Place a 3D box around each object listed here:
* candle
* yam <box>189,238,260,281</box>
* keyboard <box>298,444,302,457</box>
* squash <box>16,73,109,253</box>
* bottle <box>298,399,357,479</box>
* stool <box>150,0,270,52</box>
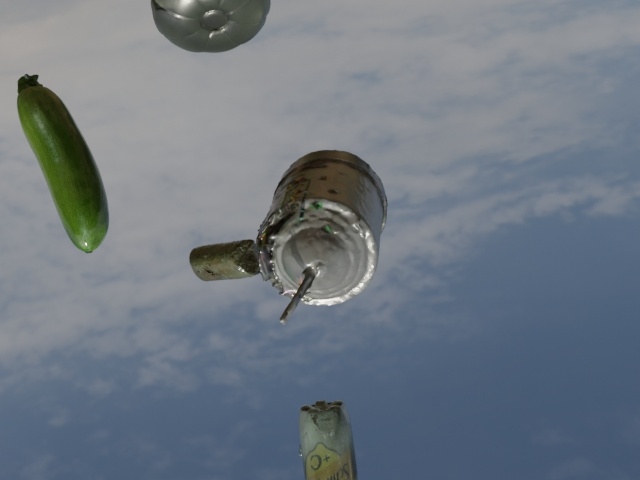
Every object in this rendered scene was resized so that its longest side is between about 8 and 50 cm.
[{"bbox_3d":[0.000,0.000,1.274,0.187,0.187,0.330,-7,-154,11],"label":"candle"},{"bbox_3d":[-0.102,0.022,0.914,0.094,0.043,0.043,-8,-158,42],"label":"yam"},{"bbox_3d":[0.024,0.444,1.586,0.176,0.055,0.014,42,-112,17],"label":"keyboard"},{"bbox_3d":[-0.504,-0.161,1.694,0.107,0.395,0.107,-25,166,-6],"label":"squash"},{"bbox_3d":[0.020,0.384,1.326,0.083,0.270,0.083,-8,-178,0],"label":"bottle"},{"bbox_3d":[-0.093,-0.215,0.700,0.096,0.096,0.110,-13,-123,-2],"label":"stool"}]
